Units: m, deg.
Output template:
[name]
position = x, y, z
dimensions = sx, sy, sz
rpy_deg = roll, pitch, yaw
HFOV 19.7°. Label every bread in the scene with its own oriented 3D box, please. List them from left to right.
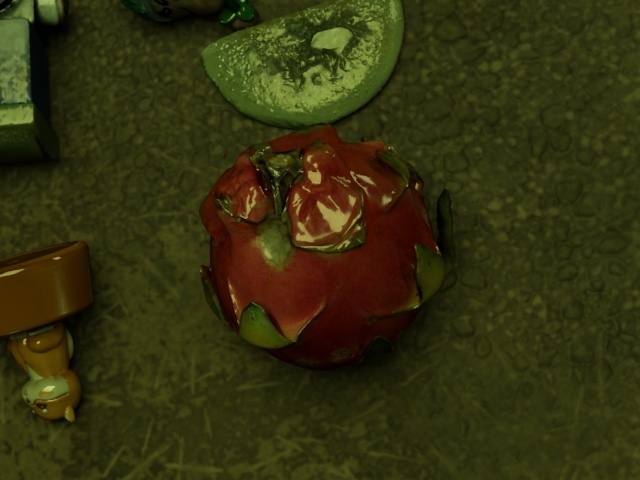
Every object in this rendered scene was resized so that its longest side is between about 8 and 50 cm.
[bread]
position = -0.007, -0.160, 1.694
dimensions = 0.193, 0.036, 0.112
rpy_deg = -19, 74, 5

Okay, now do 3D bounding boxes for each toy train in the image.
[toy train]
position = -0.382, -0.162, 1.701
dimensions = 0.299, 0.131, 0.202
rpy_deg = -4, 74, 3

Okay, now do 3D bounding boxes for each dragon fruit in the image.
[dragon fruit]
position = 0.002, 0.003, 1.559
dimensions = 0.224, 0.227, 0.224
rpy_deg = 0, 78, 2

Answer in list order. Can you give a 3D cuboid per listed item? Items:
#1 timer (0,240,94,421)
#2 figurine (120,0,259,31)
[timer]
position = -0.251, 0.090, 1.641
dimensions = 0.132, 0.132, 0.152
rpy_deg = -15, 96, 6
[figurine]
position = -0.103, -0.266, 1.707
dimensions = 0.144, 0.114, 0.178
rpy_deg = 42, 77, 15
